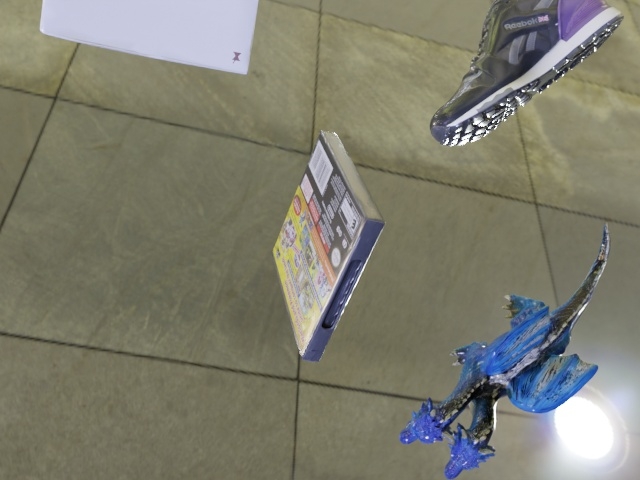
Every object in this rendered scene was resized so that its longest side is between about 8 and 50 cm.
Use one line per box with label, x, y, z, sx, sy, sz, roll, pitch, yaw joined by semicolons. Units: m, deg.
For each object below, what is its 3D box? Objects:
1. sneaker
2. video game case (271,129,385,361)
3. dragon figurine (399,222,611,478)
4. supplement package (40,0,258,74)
sneaker;0.234;-0.236;0.869;0.283;0.107;0.124;-36;78;-8
video game case;0.000;0.000;1.035;0.035;0.248;0.275;12;30;-22
dragon figurine;0.202;0.111;0.655;0.085;0.289;0.144;49;7;-1
supplement package;-0.170;-0.267;0.705;0.194;0.149;0.203;8;13;-17
